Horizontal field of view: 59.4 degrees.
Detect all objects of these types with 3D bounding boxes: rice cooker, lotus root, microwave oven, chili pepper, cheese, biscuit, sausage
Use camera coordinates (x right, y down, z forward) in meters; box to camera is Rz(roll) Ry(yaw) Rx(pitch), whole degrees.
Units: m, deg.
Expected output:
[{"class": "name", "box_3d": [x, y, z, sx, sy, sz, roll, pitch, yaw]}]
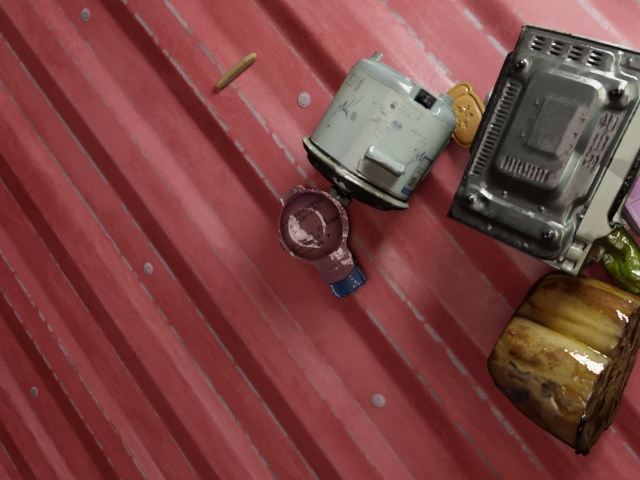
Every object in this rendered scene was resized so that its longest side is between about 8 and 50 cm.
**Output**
[{"class": "rice cooker", "box_3d": [0.116, -0.204, 1.153, 0.264, 0.317, 0.317, 28, 111, -22]}, {"class": "lotus root", "box_3d": [0.448, 0.201, 1.035, 0.250, 0.316, 0.316, 29, 107, 31]}, {"class": "microwave oven", "box_3d": [0.414, -0.155, 0.976, 0.286, 0.218, 0.355, 29, 110, 28]}, {"class": "chili pepper", "box_3d": [0.587, 0.052, 1.074, 0.072, 0.073, 0.204, -36, 71, 37]}, {"class": "cheese", "box_3d": [0.000, 0.000, 1.330, 0.189, 0.074, 0.286, -36, 84, 24]}, {"class": "biscuit", "box_3d": [0.294, -0.253, 1.174, 0.118, 0.023, 0.140, -45, 60, 40]}, {"class": "sausage", "box_3d": [-0.211, -0.426, 1.404, 0.132, 0.024, 0.024, -33, 82, 24]}]

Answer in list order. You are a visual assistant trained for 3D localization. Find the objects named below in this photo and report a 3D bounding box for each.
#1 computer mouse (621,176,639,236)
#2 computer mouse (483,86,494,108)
[{"class": "computer mouse", "box_3d": [0.590, -0.147, 1.038, 0.158, 0.071, 0.311, -36, 76, 38]}, {"class": "computer mouse", "box_3d": [0.372, -0.217, 1.153, 0.102, 0.045, 0.199, 13, 102, 25]}]
